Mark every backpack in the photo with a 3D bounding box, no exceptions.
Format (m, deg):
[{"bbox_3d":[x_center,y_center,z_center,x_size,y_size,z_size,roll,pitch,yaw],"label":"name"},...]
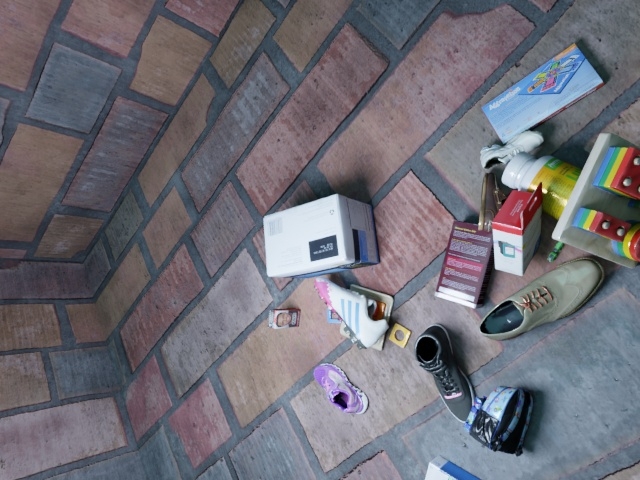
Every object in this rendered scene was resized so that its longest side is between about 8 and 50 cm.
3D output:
[{"bbox_3d":[0.488,0.469,1.135,0.117,0.158,0.173,17,82,56],"label":"backpack"}]

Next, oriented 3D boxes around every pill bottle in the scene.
[{"bbox_3d":[0.616,-0.139,1.110,0.246,0.136,0.136,40,109,34],"label":"pill bottle"}]

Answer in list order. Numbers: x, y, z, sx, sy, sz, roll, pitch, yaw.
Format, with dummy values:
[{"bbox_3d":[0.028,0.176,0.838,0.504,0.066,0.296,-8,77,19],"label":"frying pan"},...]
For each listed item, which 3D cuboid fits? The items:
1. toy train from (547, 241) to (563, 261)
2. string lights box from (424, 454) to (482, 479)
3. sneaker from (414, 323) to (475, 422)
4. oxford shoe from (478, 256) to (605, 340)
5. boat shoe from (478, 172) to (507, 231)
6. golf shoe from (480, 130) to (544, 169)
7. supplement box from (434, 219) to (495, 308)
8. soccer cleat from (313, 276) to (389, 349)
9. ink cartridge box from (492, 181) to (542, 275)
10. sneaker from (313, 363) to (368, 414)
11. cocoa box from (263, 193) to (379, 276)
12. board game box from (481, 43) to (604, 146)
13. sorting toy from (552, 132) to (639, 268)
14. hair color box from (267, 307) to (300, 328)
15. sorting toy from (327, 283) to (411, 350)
[{"bbox_3d":[0.643,0.021,1.143,0.017,0.024,0.083,35,106,35],"label":"toy train"},{"bbox_3d":[0.425,0.750,1.195,0.260,0.077,0.133,17,96,38],"label":"string lights box"},{"bbox_3d":[0.357,0.398,1.244,0.105,0.147,0.295,-28,70,31],"label":"sneaker"},{"bbox_3d":[0.576,0.167,1.110,0.348,0.130,0.123,-45,60,25],"label":"oxford shoe"},{"bbox_3d":[0.498,-0.111,1.214,0.073,0.073,0.207,3,59,22],"label":"boat shoe"},{"bbox_3d":[0.546,-0.249,1.204,0.176,0.069,0.086,-19,38,42],"label":"golf shoe"},{"bbox_3d":[0.441,0.069,1.262,0.130,0.073,0.239,17,96,37],"label":"supplement box"},{"bbox_3d":[0.105,0.222,1.447,0.143,0.116,0.331,-38,51,-3],"label":"soccer cleat"},{"bbox_3d":[0.515,-0.034,1.100,0.078,0.231,0.134,19,56,38],"label":"ink cartridge box"},{"bbox_3d":[0.054,0.526,1.493,0.236,0.105,0.095,33,106,37],"label":"sneaker"},{"bbox_3d":[0.000,0.000,1.515,0.347,0.228,0.231,-15,76,36],"label":"cocoa box"},{"bbox_3d":[0.623,-0.410,1.206,0.281,0.027,0.145,-33,67,31],"label":"board game box"},{"bbox_3d":[0.705,-0.077,0.956,0.089,0.256,0.257,-133,62,-70],"label":"sorting toy"},{"bbox_3d":[-0.140,0.303,1.644,0.043,0.141,0.072,4,88,38],"label":"hair color box"},{"bbox_3d":[0.154,0.268,1.479,0.348,0.047,0.196,13,93,38],"label":"sorting toy"}]
